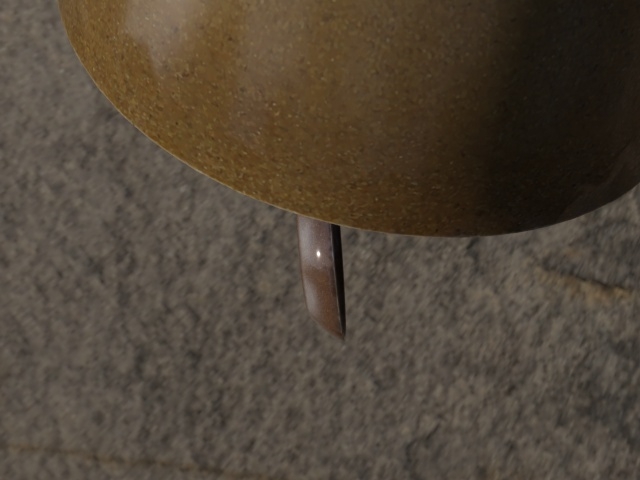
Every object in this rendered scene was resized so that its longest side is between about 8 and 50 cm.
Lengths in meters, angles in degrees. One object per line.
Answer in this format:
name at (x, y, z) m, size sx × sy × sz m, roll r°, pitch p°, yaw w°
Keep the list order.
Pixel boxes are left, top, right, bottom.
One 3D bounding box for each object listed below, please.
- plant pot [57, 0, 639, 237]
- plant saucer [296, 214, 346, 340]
plant pot at (0.044, -0.170, 0.397) m, size 0.237 × 0.237 × 0.254 m, roll 27°, pitch 139°, yaw 11°
plant saucer at (0.000, 0.000, 1.279) m, size 0.036 × 0.198 × 0.198 m, roll -5°, pitch 111°, yaw 3°
